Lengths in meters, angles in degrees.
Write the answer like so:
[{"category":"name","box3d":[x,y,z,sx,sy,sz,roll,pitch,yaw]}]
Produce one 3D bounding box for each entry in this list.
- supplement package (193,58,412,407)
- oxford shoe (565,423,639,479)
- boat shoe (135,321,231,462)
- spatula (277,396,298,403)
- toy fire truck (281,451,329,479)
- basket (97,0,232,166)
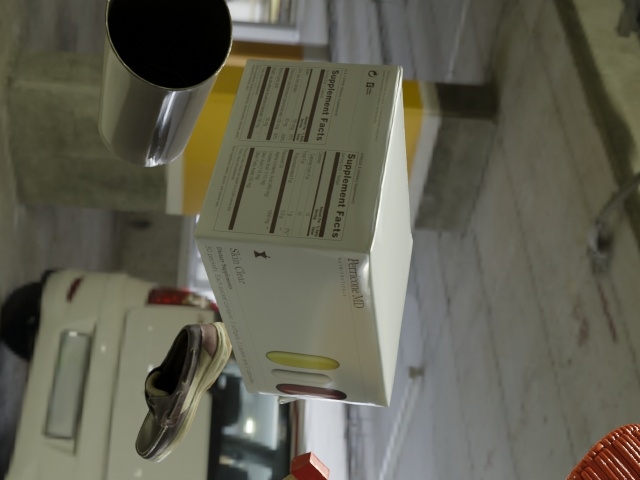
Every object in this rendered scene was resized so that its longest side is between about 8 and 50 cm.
[{"category":"supplement package","box3d":[0.000,0.000,0.935,0.262,0.145,0.204,79,18,-53]},{"category":"oxford shoe","box3d":[0.282,0.211,0.865,0.097,0.271,0.098,57,-46,26]},{"category":"boat shoe","box3d":[-0.250,0.249,1.705,0.285,0.092,0.103,-57,-142,21]},{"category":"spatula","box3d":[-0.014,0.273,2.037,0.168,0.242,0.019,48,32,-42]},{"category":"toy fire truck","box3d":[-0.080,0.406,1.515,0.192,0.047,0.135,-33,-160,25]},{"category":"basket","box3d":[-0.212,-0.207,1.315,0.227,0.154,0.204,120,-27,-55]}]
